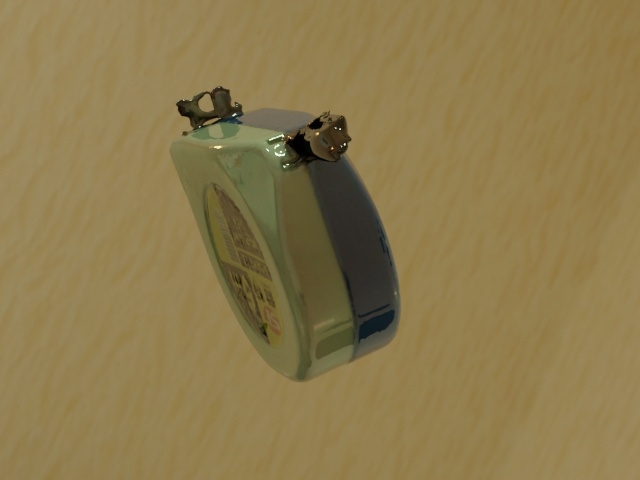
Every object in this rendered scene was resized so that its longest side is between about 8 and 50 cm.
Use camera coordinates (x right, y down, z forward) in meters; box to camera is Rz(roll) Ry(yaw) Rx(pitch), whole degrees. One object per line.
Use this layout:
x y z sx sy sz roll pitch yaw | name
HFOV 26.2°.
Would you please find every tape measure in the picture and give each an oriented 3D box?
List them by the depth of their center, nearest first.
0.000 0.000 0.965 0.351 0.098 0.215 21 -48 69 | tape measure
